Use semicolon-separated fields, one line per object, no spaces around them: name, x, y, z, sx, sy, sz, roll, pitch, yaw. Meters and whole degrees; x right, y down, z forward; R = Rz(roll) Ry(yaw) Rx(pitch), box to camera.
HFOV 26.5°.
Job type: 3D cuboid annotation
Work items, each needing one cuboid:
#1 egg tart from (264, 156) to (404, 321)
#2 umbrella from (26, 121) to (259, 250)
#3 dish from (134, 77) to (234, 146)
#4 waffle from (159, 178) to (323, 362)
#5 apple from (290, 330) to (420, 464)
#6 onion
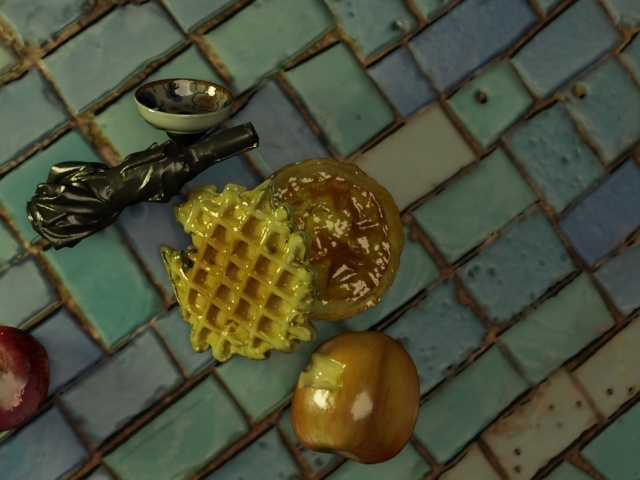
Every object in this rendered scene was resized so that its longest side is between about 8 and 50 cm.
egg tart;0.000;0.000;1.955;0.241;0.106;0.241;1;85;-13
umbrella;-0.245;-0.088;1.870;0.340;0.118;0.118;-20;92;10
dish;-0.195;-0.170;1.927;0.141;0.141;0.078;0;118;-11
waffle;-0.112;0.043;1.882;0.250;0.056;0.261;-15;94;33
apple;0.053;0.219;1.926;0.199;0.199;0.199;0;88;-11
onion;-0.443;0.179;1.844;0.150;0.140;0.150;2;71;-6
